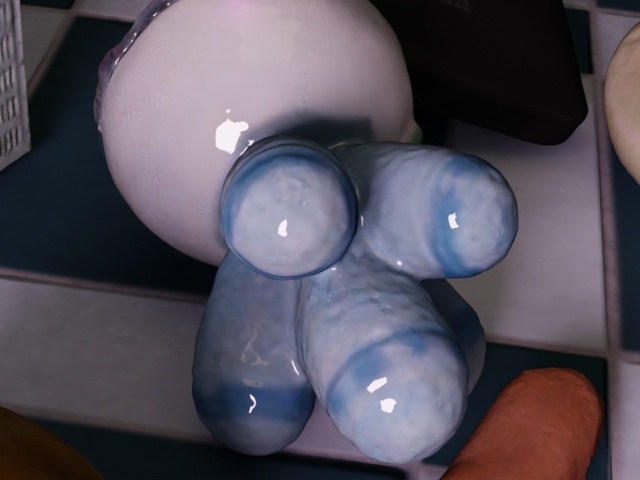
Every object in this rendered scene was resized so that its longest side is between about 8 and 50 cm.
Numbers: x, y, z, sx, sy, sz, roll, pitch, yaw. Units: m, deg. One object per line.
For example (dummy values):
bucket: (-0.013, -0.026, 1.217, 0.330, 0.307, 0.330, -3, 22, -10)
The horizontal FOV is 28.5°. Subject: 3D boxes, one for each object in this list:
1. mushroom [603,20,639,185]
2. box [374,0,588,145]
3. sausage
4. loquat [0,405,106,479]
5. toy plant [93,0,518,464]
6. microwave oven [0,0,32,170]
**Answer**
mushroom: (0.347, -0.123, 0.993, 0.246, 0.202, 0.246, -6, 36, 4)
box: (0.089, -0.213, 1.126, 0.290, 0.073, 0.289, 17, 39, -13)
sausage: (0.060, 0.179, 0.696, 0.087, 0.079, 0.326, 44, 51, 13)
loquat: (-0.199, 0.188, 0.551, 0.263, 0.263, 0.263, 2, 40, -2)
toy plant: (0.000, 0.000, 0.801, 0.247, 0.247, 0.332, -11, 44, -17)
microwave oven: (-0.383, -0.167, 0.950, 0.295, 0.237, 0.181, 21, 41, 20)
